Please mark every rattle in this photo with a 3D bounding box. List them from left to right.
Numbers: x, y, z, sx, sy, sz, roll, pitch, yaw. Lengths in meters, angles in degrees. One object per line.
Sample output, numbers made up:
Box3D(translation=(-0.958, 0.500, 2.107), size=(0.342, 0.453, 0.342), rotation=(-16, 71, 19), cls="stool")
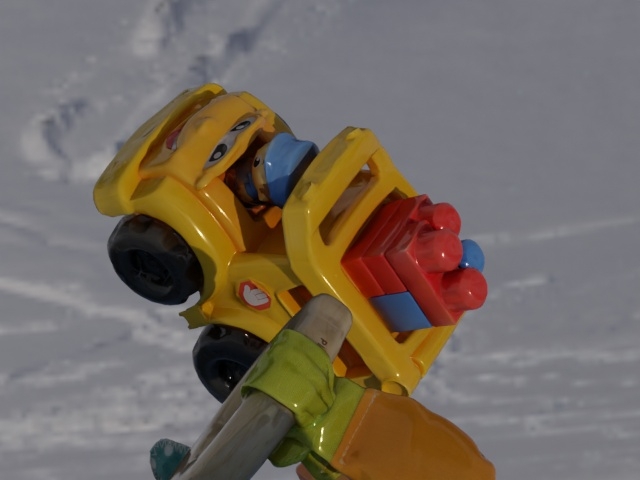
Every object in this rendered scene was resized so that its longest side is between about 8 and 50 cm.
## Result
Box3D(translation=(-0.017, 0.133, 0.885), size=(0.143, 0.130, 0.199), rotation=(26, 123, -17), cls="rattle")

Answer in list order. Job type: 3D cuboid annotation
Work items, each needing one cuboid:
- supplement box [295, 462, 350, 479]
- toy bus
Box3D(translation=(0.079, 0.196, 1.044), size=(0.078, 0.080, 0.233), rotation=(-35, -150, -15), cls="supplement box")
Box3D(translation=(0.000, 0.000, 1.000), size=(0.211, 0.220, 0.149), rotation=(-15, -151, 48), cls="toy bus")
